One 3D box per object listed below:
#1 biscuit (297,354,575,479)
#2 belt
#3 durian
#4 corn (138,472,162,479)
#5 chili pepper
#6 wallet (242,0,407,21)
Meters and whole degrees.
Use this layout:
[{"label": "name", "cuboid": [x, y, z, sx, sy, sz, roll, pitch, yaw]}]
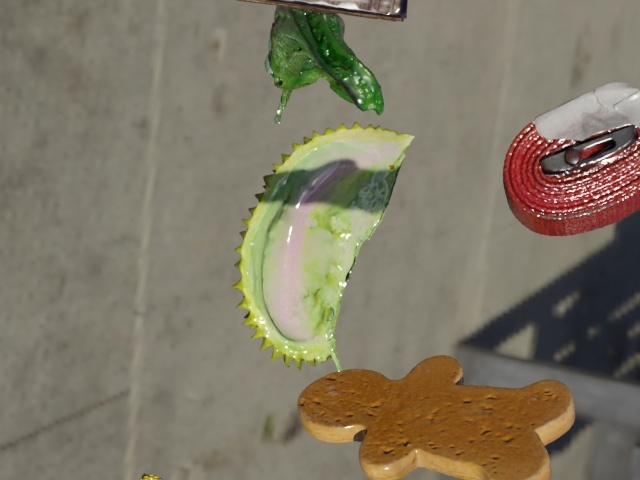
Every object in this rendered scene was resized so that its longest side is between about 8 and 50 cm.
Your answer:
[{"label": "biscuit", "cuboid": [0.096, 0.163, 1.568, 0.165, 0.250, 0.036, -52, 140, -48]}, {"label": "belt", "cuboid": [0.291, -0.086, 1.908, 0.124, 0.201, 0.128, 46, 19, -76]}, {"label": "durian", "cuboid": [-0.007, 0.003, 2.411, 0.157, 0.169, 0.355, 17, 89, -48]}, {"label": "corn", "cuboid": [-0.176, 0.271, 1.740, 0.037, 0.037, 0.092, 63, 36, -54]}, {"label": "chili pepper", "cuboid": [-0.006, -0.173, 1.663, 0.279, 0.065, 0.122, -164, -117, -77]}, {"label": "wallet", "cuboid": [0.006, -0.240, 0.964, 0.042, 0.124, 0.230, -146, -116, -84]}]
